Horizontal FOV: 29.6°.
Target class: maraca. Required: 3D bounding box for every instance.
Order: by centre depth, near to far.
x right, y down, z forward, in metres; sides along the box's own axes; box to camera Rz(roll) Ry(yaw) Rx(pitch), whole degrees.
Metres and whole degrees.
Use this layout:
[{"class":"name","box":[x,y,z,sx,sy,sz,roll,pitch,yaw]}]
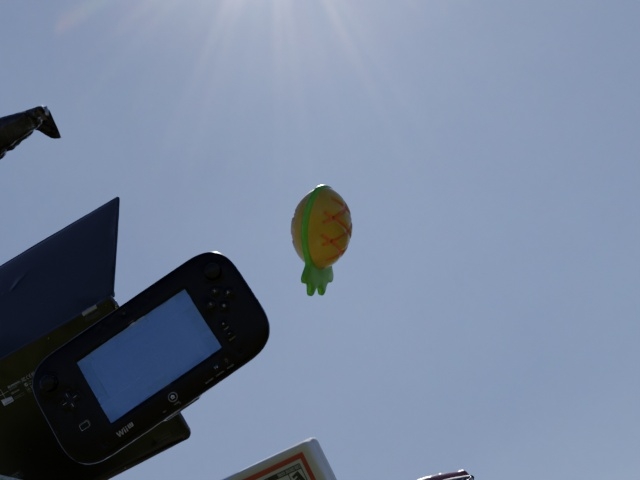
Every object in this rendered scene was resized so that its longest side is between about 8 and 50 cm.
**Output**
[{"class":"maraca","box":[0.000,0.000,2.013,0.099,0.186,0.127,6,2,30]}]

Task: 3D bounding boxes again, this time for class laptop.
[{"class":"laptop","box":[-0.438,0.204,2.084,0.382,0.408,0.236,-29,3,18]}]

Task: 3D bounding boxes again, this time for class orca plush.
[{"class":"orca plush","box":[-0.478,-0.091,1.590,0.287,0.102,0.151,-17,8,-11]}]

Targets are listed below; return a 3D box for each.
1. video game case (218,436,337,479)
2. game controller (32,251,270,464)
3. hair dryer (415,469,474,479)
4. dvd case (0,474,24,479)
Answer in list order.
[{"class":"video game case","box":[-0.025,0.343,1.089,0.204,0.285,0.025,-29,-6,25]},{"class":"game controller","box":[-0.223,0.154,1.597,0.319,0.166,0.067,-35,-30,0]},{"class":"hair dryer","box":[0.193,0.450,2.073,0.223,0.080,0.293,-22,-6,21]},{"class":"dvd case","box":[-0.299,0.283,1.208,0.119,0.087,0.013,10,-15,16]}]
